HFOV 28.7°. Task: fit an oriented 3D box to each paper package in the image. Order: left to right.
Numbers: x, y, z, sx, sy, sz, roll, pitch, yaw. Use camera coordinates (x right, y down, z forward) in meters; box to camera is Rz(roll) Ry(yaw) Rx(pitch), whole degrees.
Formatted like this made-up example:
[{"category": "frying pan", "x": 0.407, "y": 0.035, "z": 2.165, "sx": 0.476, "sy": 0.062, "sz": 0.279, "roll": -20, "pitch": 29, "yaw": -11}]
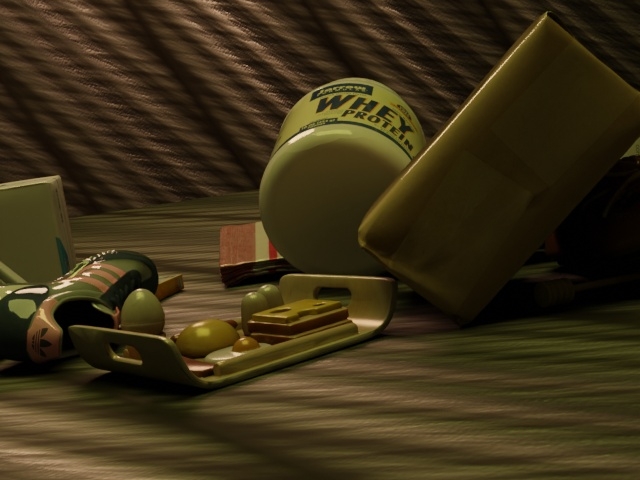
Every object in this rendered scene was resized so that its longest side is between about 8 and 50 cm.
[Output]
[{"category": "paper package", "x": 0.212, "y": -0.090, "z": 1.476, "sx": 0.325, "sy": 0.168, "sz": 0.309, "roll": -49, "pitch": 1, "yaw": 9}]

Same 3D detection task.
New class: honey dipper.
[{"category": "honey dipper", "x": 0.314, "y": 0.051, "z": 1.423, "sx": 0.161, "sy": 0.030, "sz": 0.030, "roll": -7, "pitch": 6, "yaw": -28}]

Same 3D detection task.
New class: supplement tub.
[{"category": "supplement tub", "x": 0.042, "y": -0.103, "z": 1.870, "sx": 0.236, "sy": 0.235, "sz": 0.325, "roll": -8, "pitch": 23, "yaw": 9}]

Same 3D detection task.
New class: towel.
[{"category": "towel", "x": 0.000, "y": 0.000, "z": 2.020, "sx": 0.329, "sy": 0.037, "sz": 0.237, "roll": -8, "pitch": 18, "yaw": -1}]

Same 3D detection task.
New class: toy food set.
[{"category": "toy food set", "x": -0.094, "y": 0.082, "z": 1.386, "sx": 0.306, "sy": 0.092, "sz": 0.220, "roll": -14, "pitch": 9, "yaw": -37}]

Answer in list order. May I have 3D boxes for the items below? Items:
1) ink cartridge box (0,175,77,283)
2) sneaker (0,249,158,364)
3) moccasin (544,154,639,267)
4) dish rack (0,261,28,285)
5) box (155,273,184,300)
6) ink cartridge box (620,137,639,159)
[{"category": "ink cartridge box", "x": -0.528, "y": 0.005, "z": 2.128, "sx": 0.197, "sy": 0.198, "sz": 0.270, "roll": -10, "pitch": 6, "yaw": -7}, {"category": "sneaker", "x": -0.284, "y": 0.093, "z": 1.588, "sx": 0.131, "sy": 0.112, "sz": 0.319, "roll": 14, "pitch": 20, "yaw": 28}, {"category": "moccasin", "x": 0.373, "y": -0.045, "z": 1.485, "sx": 0.139, "sy": 0.146, "sz": 0.380, "roll": -6, "pitch": 1, "yaw": -6}, {"category": "dish rack", "x": -0.527, "y": 0.071, "z": 1.618, "sx": 0.286, "sy": 0.072, "sz": 0.333, "roll": 36, "pitch": 18, "yaw": 8}, {"category": "box", "x": -0.268, "y": 0.076, "z": 1.927, "sx": 0.081, "sy": 0.028, "sz": 0.136, "roll": -6, "pitch": 9, "yaw": 19}, {"category": "ink cartridge box", "x": 0.349, "y": -0.106, "z": 1.755, "sx": 0.273, "sy": 0.198, "sz": 0.115, "roll": -1, "pitch": -1, "yaw": -3}]
